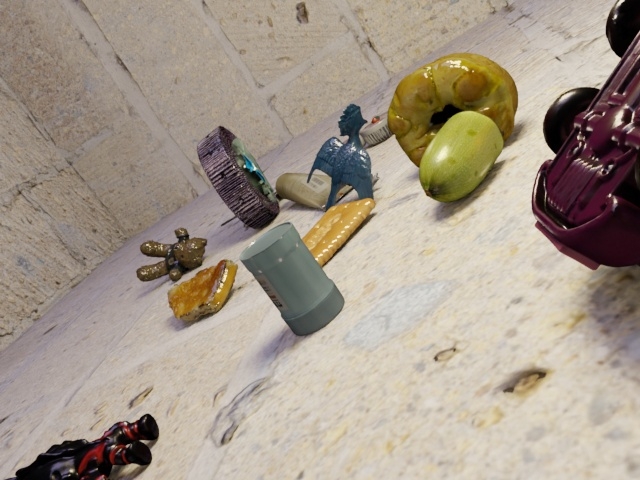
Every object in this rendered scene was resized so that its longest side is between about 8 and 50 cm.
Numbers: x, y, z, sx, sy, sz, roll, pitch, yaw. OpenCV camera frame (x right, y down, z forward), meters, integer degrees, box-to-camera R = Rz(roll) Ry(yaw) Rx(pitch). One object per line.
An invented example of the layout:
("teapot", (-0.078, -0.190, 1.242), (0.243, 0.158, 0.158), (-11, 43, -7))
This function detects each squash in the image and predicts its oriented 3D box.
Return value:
("squash", (0.232, -0.136, 1.006), (0.123, 0.123, 0.187), (-17, 22, 47))

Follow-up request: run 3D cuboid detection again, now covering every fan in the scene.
("fan", (-0.201, -0.134, 1.982), (0.335, 0.011, 0.229), (-33, 5, -21))
("fan", (0.140, -0.330, 1.843), (0.244, 0.074, 0.130), (-31, 16, 14))

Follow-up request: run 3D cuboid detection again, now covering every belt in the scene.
("belt", (-0.249, -0.190, 1.758), (0.122, 0.325, 0.260), (-34, -3, 13))

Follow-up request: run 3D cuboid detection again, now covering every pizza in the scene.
("pizza", (-0.278, 0.131, 1.344), (0.226, 0.069, 0.147), (-29, 38, 28))

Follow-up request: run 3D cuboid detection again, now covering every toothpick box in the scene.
("toothpick box", (-0.043, 0.060, 0.907), (0.101, 0.153, 0.101), (-31, 15, 10))

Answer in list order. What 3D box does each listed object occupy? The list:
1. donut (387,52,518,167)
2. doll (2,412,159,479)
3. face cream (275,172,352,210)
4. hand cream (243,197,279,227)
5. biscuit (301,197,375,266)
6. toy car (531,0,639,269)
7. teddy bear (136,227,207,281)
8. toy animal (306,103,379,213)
("donut", (0.264, -0.266, 1.165), (0.261, 0.208, 0.128), (-12, 26, 43))
("doll", (-0.362, 0.341, 0.863), (0.248, 0.088, 0.127), (-23, -4, 4))
("face cream", (-0.022, -0.143, 1.631), (0.137, 0.084, 0.341), (-41, 25, -17))
("hand cream", (-0.197, -0.093, 1.894), (0.143, 0.039, 0.061), (-38, 16, 2))
("biscuit", (-0.001, -0.001, 1.205), (0.250, 0.030, 0.160), (-47, 20, -28))
("toy car", (0.365, -0.101, 0.497), (0.341, 0.240, 0.271), (-59, 6, 19))
("teddy bear", (-0.464, 0.049, 1.857), (0.251, 0.182, 0.129), (-9, -14, 26))
("toy animal", (0.053, -0.173, 1.336), (0.239, 0.176, 0.255), (28, 87, 54))
